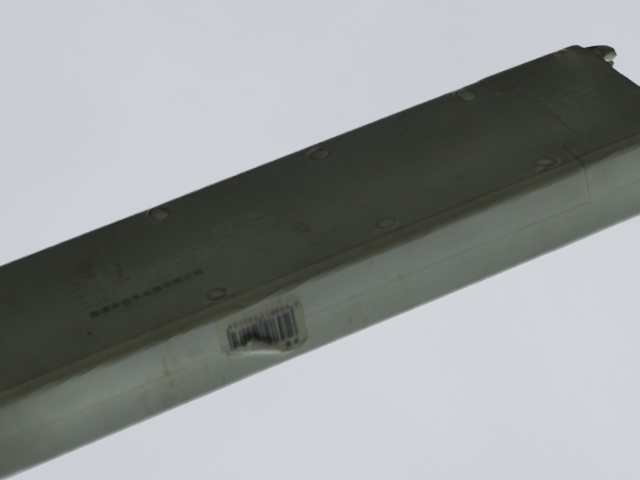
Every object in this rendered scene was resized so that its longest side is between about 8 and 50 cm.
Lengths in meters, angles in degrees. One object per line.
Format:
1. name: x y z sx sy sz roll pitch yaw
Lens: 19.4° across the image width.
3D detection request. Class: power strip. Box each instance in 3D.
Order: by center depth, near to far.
1. power strip: 0.000 0.000 0.818 0.367 0.043 0.106 -22 -147 -12
